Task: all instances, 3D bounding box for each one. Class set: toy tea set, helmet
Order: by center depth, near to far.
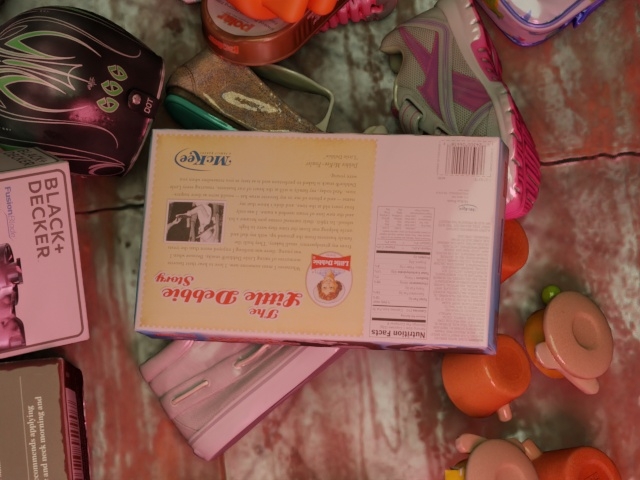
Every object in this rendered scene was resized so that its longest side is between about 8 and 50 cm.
[{"bbox_3d":[0.170,0.141,1.786,0.200,0.124,0.336,18,60,-32],"label":"toy tea set"},{"bbox_3d":[-0.240,-0.140,1.793,0.161,0.169,0.169,19,82,-16],"label":"helmet"}]

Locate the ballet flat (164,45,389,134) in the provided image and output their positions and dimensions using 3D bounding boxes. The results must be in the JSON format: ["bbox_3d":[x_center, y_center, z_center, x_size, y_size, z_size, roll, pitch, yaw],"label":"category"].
[{"bbox_3d":[0.001,-0.085,1.816,0.316,0.107,0.106,37,70,3],"label":"ballet flat"}]

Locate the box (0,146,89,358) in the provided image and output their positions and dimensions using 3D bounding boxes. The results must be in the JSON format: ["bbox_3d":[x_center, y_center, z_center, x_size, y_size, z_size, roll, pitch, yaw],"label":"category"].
[{"bbox_3d":[-0.354,0.026,1.659,0.290,0.087,0.169,-10,105,-26],"label":"box"}]

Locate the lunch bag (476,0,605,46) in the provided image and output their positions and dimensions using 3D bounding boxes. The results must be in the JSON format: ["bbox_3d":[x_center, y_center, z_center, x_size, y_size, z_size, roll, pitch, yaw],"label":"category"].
[{"bbox_3d":[0.229,-0.302,1.853,0.219,0.090,0.176,-39,85,-7],"label":"lunch bag"}]

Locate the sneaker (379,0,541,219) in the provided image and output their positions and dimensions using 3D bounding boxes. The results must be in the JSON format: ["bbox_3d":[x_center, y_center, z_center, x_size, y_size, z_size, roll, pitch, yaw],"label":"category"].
[{"bbox_3d":[0.128,-0.116,1.808,0.111,0.103,0.252,-23,54,9],"label":"sneaker"}]

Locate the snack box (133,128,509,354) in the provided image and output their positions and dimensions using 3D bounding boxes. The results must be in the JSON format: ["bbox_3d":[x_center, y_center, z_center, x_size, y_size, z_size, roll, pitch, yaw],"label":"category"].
[{"bbox_3d":[0.000,0.000,1.714,0.321,0.060,0.187,2,80,14],"label":"snack box"}]

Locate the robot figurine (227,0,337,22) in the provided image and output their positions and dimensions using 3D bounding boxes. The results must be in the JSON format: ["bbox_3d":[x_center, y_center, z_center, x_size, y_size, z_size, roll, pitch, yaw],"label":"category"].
[{"bbox_3d":[-0.070,-0.287,1.763,0.158,0.128,0.219,-44,65,-12],"label":"robot figurine"}]

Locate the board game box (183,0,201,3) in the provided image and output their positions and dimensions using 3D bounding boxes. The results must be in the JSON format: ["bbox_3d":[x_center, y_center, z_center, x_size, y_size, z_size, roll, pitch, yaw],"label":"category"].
[{"bbox_3d":[-0.159,-0.485,1.888,0.390,0.050,0.390,36,83,3],"label":"board game box"}]

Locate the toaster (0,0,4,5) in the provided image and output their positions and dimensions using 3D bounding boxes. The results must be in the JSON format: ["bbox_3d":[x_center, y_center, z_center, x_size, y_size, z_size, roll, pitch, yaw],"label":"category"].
[{"bbox_3d":[-0.366,-0.240,1.783,0.129,0.227,0.146,45,66,3],"label":"toaster"}]

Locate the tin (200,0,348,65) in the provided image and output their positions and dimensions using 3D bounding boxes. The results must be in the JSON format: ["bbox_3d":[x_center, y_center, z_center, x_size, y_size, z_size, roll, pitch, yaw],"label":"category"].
[{"bbox_3d":[-0.035,-0.240,1.829,0.106,0.040,0.190,28,60,28],"label":"tin"}]

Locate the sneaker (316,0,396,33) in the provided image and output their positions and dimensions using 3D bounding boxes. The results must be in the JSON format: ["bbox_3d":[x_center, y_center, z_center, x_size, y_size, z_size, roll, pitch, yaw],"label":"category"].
[{"bbox_3d":[0.011,-0.237,1.868,0.119,0.047,0.057,-10,64,-5],"label":"sneaker"}]

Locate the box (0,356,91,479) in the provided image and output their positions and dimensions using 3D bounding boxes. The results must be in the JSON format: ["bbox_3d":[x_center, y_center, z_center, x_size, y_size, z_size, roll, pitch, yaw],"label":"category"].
[{"bbox_3d":[-0.313,0.200,1.734,0.203,0.167,0.169,-5,83,-2],"label":"box"}]

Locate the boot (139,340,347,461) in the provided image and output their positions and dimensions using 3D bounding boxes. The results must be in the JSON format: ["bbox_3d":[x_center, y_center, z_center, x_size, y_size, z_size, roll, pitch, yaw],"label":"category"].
[{"bbox_3d":[-0.048,0.079,1.783,0.258,0.095,0.123,-40,83,4],"label":"boot"}]
